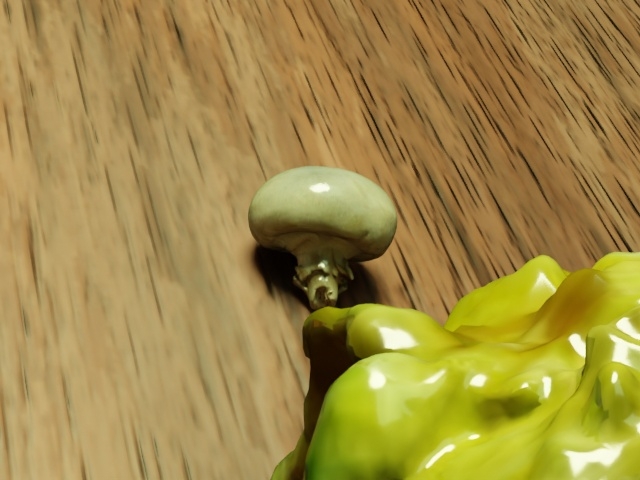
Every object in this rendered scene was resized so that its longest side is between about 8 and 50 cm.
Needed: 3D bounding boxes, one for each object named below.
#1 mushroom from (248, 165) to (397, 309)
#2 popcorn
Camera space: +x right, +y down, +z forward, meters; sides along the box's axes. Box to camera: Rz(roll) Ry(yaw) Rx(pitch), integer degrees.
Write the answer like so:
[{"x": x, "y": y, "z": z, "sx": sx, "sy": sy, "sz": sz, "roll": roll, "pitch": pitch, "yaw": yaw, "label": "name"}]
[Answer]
[{"x": 0.000, "y": 0.000, "z": 0.810, "sx": 0.085, "sy": 0.085, "sz": 0.079, "roll": 10, "pitch": 79, "yaw": -17, "label": "mushroom"}, {"x": 0.092, "y": 0.122, "z": 0.560, "sx": 0.270, "sy": 0.224, "sz": 0.258, "roll": -28, "pitch": 28, "yaw": -32, "label": "popcorn"}]
